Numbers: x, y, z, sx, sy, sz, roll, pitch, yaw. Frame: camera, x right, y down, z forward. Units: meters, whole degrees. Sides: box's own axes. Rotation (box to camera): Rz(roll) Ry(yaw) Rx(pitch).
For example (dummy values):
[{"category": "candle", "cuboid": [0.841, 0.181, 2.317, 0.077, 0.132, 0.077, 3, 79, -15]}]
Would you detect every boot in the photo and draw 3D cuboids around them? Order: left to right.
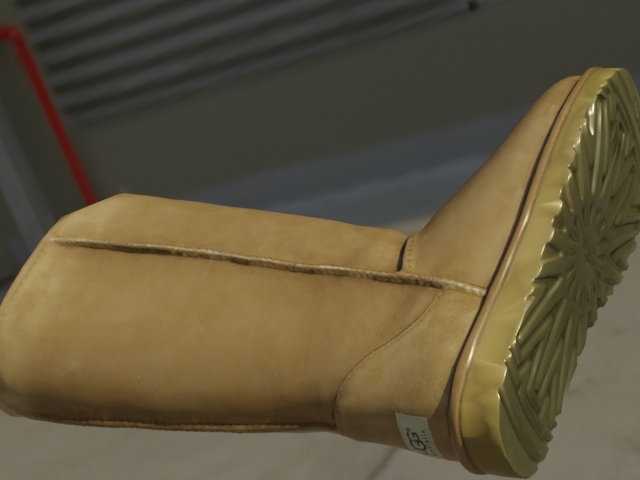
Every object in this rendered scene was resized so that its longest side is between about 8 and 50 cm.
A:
[{"category": "boot", "cuboid": [0.000, 0.000, 0.793, 0.270, 0.089, 0.236, 5, 46, 30]}]
